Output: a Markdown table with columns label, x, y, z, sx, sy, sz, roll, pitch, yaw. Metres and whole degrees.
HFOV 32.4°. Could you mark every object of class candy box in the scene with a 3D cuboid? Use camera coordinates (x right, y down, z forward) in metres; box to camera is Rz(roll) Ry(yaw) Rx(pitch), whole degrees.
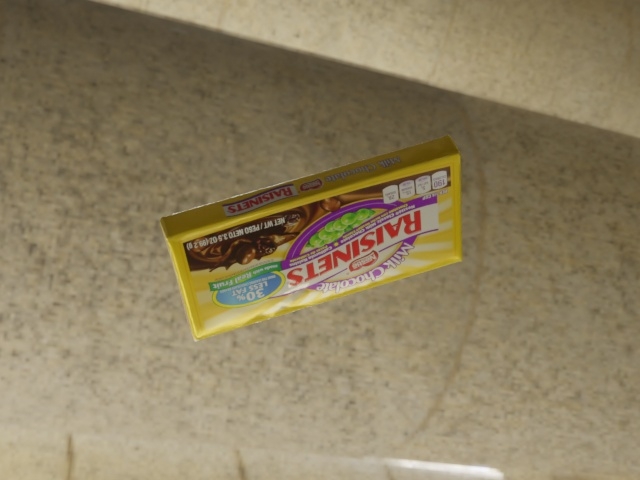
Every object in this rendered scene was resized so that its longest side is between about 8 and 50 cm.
| label | x | y | z | sx | sy | sz | roll | pitch | yaw |
| --- | --- | --- | --- | --- | --- | --- | --- | --- | --- |
| candy box | 0.000 | 0.000 | 0.763 | 0.105 | 0.206 | 0.027 | 82 | -13 | -45 |
